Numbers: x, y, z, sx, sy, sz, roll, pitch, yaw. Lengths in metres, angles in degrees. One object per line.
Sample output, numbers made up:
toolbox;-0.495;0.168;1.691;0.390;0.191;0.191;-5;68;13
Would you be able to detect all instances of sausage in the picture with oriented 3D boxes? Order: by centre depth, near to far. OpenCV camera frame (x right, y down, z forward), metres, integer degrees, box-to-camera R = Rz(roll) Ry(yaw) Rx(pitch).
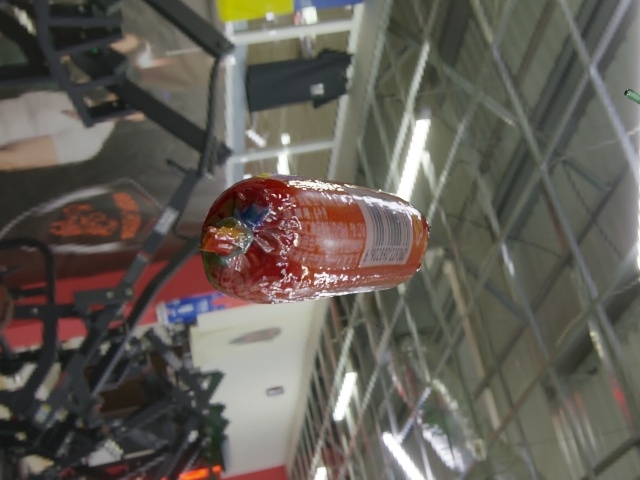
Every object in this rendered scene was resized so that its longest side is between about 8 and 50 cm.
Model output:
sausage;0.000;0.000;0.561;0.274;0.074;0.074;-1;80;-71

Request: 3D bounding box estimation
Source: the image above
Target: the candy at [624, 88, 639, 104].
candy;0.371;-0.093;0.893;0.061;0.203;0.061;-59;-170;17
